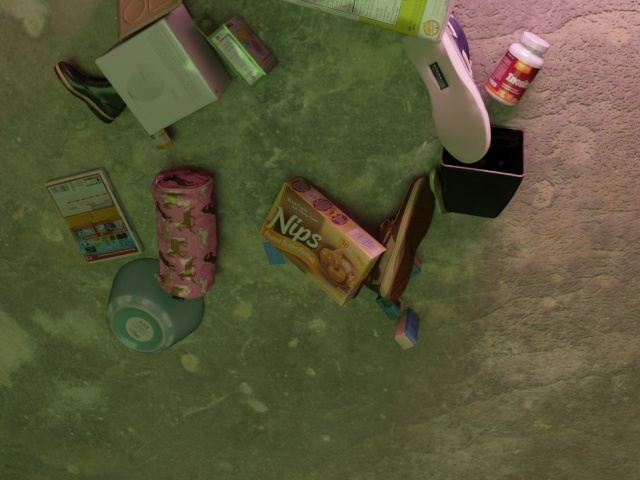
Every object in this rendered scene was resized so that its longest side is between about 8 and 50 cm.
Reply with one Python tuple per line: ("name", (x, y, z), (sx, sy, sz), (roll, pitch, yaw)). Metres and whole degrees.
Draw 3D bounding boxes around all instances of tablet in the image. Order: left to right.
("tablet", (-0.135, 0.035, 1.954), (0.054, 0.006, 0.083), (-6, 119, 16))

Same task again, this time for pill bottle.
("pill bottle", (0.446, -0.388, 1.514), (0.086, 0.086, 0.152), (26, 123, -3))

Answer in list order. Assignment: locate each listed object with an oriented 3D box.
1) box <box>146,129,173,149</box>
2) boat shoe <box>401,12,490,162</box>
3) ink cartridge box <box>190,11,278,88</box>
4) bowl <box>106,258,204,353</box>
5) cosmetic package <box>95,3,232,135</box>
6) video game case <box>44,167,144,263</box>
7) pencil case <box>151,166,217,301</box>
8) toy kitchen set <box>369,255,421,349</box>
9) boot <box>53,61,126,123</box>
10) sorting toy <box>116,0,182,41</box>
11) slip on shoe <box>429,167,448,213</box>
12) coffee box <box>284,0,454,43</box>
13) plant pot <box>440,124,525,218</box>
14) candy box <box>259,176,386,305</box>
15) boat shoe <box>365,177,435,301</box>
("box", (-0.451, -0.307, 1.788), (0.081, 0.028, 0.136), (11, 134, 60))
("boat shoe", (0.309, -0.353, 1.503), (0.127, 0.158, 0.340), (-13, 108, 38))
("ink cartridge box", (-0.203, -0.475, 1.606), (0.062, 0.109, 0.209), (-34, 107, 28))
("bowl", (-0.535, 0.227, 2.073), (0.312, 0.163, 0.311), (6, 120, 10))
("cosmetic package", (-0.382, -0.421, 1.657), (0.225, 0.138, 0.224), (-20, 119, 25))
("video game case", (-0.677, -0.069, 2.012), (0.204, 0.025, 0.285), (-10, 117, 19))
("pencil case", (-0.385, -0.021, 1.893), (0.160, 0.167, 0.386), (24, 126, 28))
("toy kitchen set", (0.249, 0.169, 1.872), (0.166, 0.122, 0.207), (-31, 109, 27))
("boot", (-0.582, -0.422, 1.760), (0.137, 0.077, 0.198), (-33, 121, 23))
("sorting toy", (-0.400, -0.582, 1.569), (0.208, 0.193, 0.038), (-22, 153, 26))
("slip on shoe", (0.313, -0.126, 1.719), (0.041, 0.051, 0.135), (4, 126, 31))
("coffee box", (0.133, -0.629, 1.298), (0.334, 0.337, 0.338), (16, 123, 5))
("plant pot", (0.380, -0.163, 1.620), (0.188, 0.188, 0.167), (9, 136, 8))
("candy box", (0.000, 0.000, 1.783), (0.316, 0.087, 0.183), (42, 124, 17))
("boat shoe", (0.198, -0.013, 1.768), (0.123, 0.123, 0.342), (27, 111, 34))
